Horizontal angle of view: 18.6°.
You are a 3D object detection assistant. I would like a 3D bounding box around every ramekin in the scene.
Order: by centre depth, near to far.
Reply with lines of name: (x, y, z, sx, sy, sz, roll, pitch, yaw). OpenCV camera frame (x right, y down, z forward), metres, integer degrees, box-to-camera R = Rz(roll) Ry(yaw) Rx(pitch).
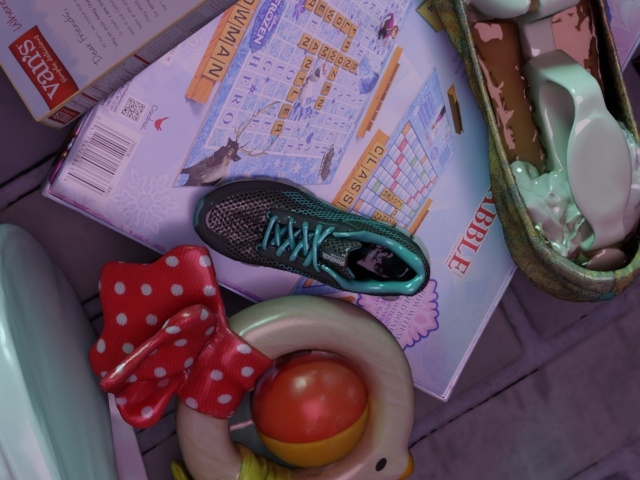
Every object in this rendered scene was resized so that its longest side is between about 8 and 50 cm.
ramekin: (-0.204, 0.136, 1.240, 0.127, 0.273, 0.273, -21, 100, 4)

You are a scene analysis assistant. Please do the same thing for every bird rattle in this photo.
bird rattle: (-0.041, 0.110, 1.308, 0.207, 0.143, 0.253, -17, 108, -11)

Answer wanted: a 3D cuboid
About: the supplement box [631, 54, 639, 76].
supplement box: (0.321, -0.078, 1.391, 0.104, 0.081, 0.188, -35, 101, -4)

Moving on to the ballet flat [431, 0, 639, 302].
ballet flat: (0.146, -0.125, 1.270, 0.123, 0.123, 0.348, -16, 99, -8)

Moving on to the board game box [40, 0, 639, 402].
board game box: (0.021, -0.100, 1.343, 0.318, 0.066, 0.319, 29, 91, -12)

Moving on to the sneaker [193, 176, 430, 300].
sneaker: (0.000, 0.000, 1.279, 0.166, 0.076, 0.065, 13, 94, -11)

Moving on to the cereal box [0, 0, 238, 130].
cereal box: (-0.126, -0.208, 1.264, 0.240, 0.047, 0.173, -34, 78, 8)
